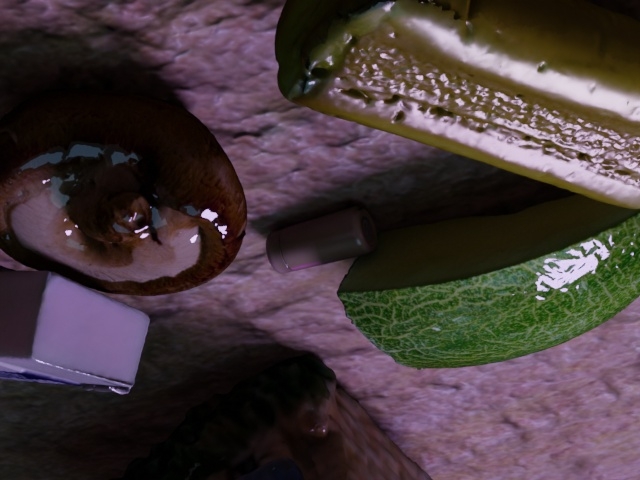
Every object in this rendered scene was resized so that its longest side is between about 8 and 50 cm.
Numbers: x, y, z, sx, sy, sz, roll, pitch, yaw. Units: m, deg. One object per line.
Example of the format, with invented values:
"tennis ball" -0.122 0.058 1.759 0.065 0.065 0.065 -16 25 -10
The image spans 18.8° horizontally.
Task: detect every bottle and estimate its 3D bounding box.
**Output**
"bottle" 0.000 0.000 1.754 0.096 0.045 0.045 -14 146 22

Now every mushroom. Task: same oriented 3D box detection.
"mushroom" -0.173 -0.045 1.603 0.231 0.138 0.194 17 160 -9

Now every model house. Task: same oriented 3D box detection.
"model house" -0.061 0.429 1.927 0.445 0.400 0.395 -32 119 12

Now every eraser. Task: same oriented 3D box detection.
"eraser" -0.291 0.076 1.717 0.287 0.086 0.130 0 163 44

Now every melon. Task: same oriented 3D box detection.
"melon" 0.196 0.024 1.733 0.323 0.124 0.196 -18 152 26

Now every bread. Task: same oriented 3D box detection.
"bread" 0.147 -0.135 1.488 0.383 0.112 0.166 16 140 -26
